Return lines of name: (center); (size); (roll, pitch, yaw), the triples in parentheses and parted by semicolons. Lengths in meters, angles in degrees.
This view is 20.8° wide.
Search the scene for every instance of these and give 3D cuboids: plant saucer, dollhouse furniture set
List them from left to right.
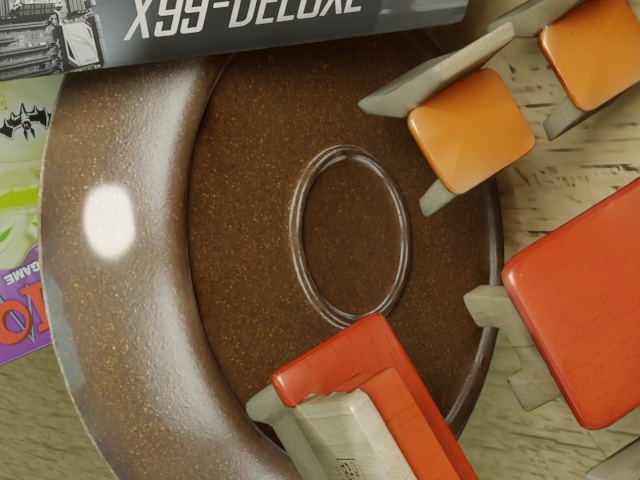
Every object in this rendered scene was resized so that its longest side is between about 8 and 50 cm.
plant saucer: (0.000, 0.000, 0.832); (0.050, 0.310, 0.311); (-6, 112, 40)
dollhouse furniture set: (0.109, 0.037, 0.733); (0.262, 0.259, 0.135); (60, 160, -3)

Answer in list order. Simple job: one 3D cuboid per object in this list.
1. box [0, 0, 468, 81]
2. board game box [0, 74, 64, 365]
box: (-0.102, -0.195, 0.793); (0.307, 0.242, 0.077); (53, 142, 40)
board game box: (-0.146, -0.054, 0.952); (0.056, 0.346, 0.208); (40, 150, 61)
